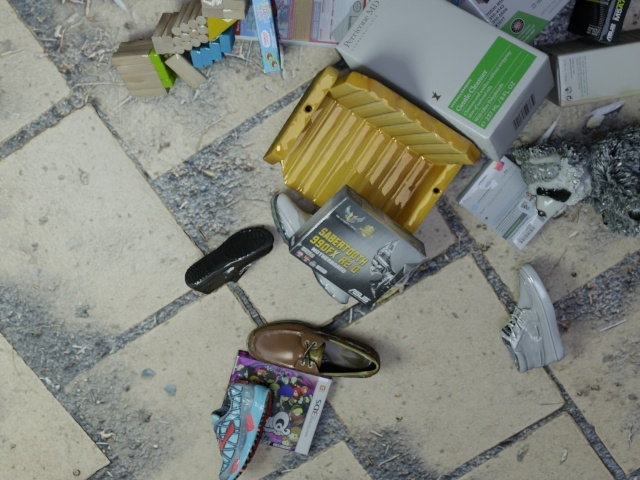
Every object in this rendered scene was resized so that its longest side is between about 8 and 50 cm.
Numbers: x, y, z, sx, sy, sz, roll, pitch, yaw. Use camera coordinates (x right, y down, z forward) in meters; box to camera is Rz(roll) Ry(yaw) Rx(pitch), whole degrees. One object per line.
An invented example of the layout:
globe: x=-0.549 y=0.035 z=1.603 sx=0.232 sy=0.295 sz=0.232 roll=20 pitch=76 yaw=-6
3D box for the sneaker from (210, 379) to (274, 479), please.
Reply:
sneaker: x=-0.197 y=0.434 z=2.067 sx=0.125 sy=0.104 sz=0.262 roll=23 pitch=104 yaw=9

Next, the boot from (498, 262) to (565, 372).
boot: x=0.464 y=0.185 z=2.036 sx=0.123 sy=0.095 sz=0.258 roll=-23 pitch=109 yaw=-2

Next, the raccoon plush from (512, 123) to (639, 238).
raccoon plush: x=0.613 y=-0.220 z=1.901 sx=0.299 sy=0.216 sz=0.446 roll=34 pitch=74 yaw=-2

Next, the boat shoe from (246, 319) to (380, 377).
boat shoe: x=-0.013 y=0.247 z=2.026 sx=0.307 sy=0.104 sz=0.111 roll=7 pitch=91 yaw=-8

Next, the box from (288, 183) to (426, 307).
box: x=0.078 y=0.016 z=1.876 sx=0.231 sy=0.056 sz=0.183 roll=36 pitch=117 yaw=-23

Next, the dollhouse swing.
dollhouse swing: x=0.099 y=-0.154 z=1.806 sx=0.347 sy=0.305 sz=0.315 roll=31 pitch=104 yaw=-12

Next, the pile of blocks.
pile of blocks: x=-0.256 y=-0.407 z=1.786 sx=0.362 sy=0.112 sz=0.149 roll=-22 pitch=129 yaw=34

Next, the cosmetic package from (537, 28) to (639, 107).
cosmetic package: x=0.617 y=-0.362 z=1.831 sx=0.309 sy=0.160 sz=0.113 roll=-8 pitch=109 yaw=2

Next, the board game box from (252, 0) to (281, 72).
board game box: x=-0.110 y=-0.445 z=1.750 sx=0.039 sy=0.160 sz=0.211 roll=-8 pitch=108 yaw=0

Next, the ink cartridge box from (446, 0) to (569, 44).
ink cartridge box: x=0.338 y=-0.525 z=1.763 sx=0.201 sy=0.117 sz=0.278 roll=-46 pitch=104 yaw=-6

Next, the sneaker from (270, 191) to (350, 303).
sneaker: x=0.000 y=0.000 z=1.971 sx=0.129 sy=0.111 sz=0.297 roll=-40 pitch=112 yaw=-2

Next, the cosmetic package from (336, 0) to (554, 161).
cosmetic package: x=0.239 y=-0.334 z=1.723 sx=0.365 sy=0.155 sz=0.197 roll=34 pitch=90 yaw=22

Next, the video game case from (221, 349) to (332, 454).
video game case: x=-0.111 y=0.383 z=2.111 sx=0.232 sy=0.042 sz=0.210 roll=16 pitch=106 yaw=-7

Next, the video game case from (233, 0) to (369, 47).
video game case: x=-0.041 y=-0.505 z=1.830 sx=0.285 sy=0.025 sz=0.204 roll=5 pitch=108 yaw=-4

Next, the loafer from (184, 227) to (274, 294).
loafer: x=-0.195 y=0.047 z=1.990 sx=0.220 sy=0.080 sz=0.078 roll=-29 pitch=140 yaw=6

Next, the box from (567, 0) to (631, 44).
box: x=0.562 y=-0.490 z=1.769 sx=0.045 sy=0.191 sz=0.184 roll=13 pitch=108 yaw=-9

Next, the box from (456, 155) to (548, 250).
box: x=0.417 y=-0.088 z=1.976 sx=0.186 sy=0.038 sz=0.145 roll=35 pitch=103 yaw=-13
